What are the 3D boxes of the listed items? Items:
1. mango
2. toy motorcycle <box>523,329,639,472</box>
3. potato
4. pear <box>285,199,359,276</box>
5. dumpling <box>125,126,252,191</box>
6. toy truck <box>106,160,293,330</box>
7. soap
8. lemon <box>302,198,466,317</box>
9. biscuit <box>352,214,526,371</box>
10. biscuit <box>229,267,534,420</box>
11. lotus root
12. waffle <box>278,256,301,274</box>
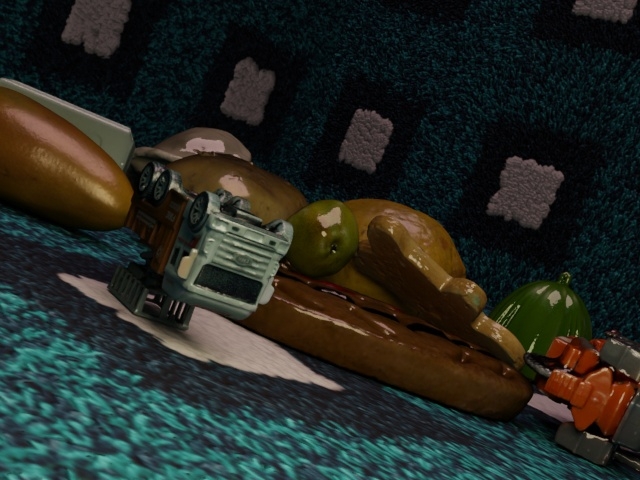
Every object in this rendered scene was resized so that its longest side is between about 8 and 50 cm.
[{"bbox_3d":[-0.306,-0.084,1.242,0.253,0.113,0.138,30,1,13],"label":"mango"},{"bbox_3d":[0.342,0.168,1.238,0.221,0.147,0.326,27,10,25],"label":"toy motorcycle"},{"bbox_3d":[-0.112,-0.035,1.464,0.192,0.141,0.296,7,-5,13],"label":"potato"},{"bbox_3d":[0.000,0.000,1.298,0.092,0.092,0.097,23,9,0],"label":"pear"},{"bbox_3d":[-0.225,-0.086,1.809,0.227,0.243,0.175,3,51,-23],"label":"dumpling"},{"bbox_3d":[-0.100,0.013,0.906,0.080,0.115,0.178,21,2,-29],"label":"toy truck"},{"bbox_3d":[-0.360,-0.130,1.591,0.198,0.119,0.066,22,5,-5],"label":"soap"},{"bbox_3d":[0.077,0.031,1.459,0.207,0.170,0.170,15,1,11],"label":"lemon"},{"bbox_3d":[0.136,0.068,1.311,0.234,0.030,0.153,40,-21,3],"label":"biscuit"},{"bbox_3d":[0.040,0.087,1.214,0.367,0.063,0.314,21,4,-17],"label":"biscuit"},{"bbox_3d":[0.335,0.124,1.735,0.186,0.186,0.186,22,3,-1],"label":"lotus root"},{"bbox_3d":[0.051,0.069,1.668,0.301,0.058,0.281,22,2,5],"label":"waffle"}]
